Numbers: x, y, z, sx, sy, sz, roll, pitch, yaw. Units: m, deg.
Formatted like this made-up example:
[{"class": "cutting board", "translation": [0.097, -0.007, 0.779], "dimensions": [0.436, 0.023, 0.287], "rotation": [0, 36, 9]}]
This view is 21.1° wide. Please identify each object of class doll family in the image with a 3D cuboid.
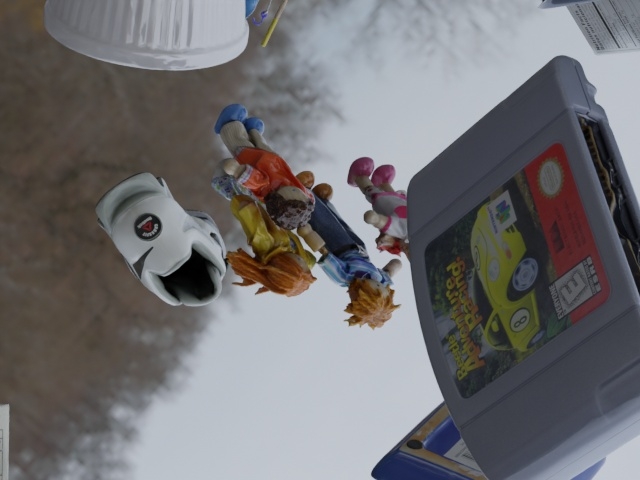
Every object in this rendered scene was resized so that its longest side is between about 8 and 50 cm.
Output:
[{"class": "doll family", "translation": [0.000, 0.000, 1.494], "dimensions": [0.118, 0.263, 0.163], "rotation": [-53, -137, 22]}]

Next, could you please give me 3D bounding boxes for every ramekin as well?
[{"class": "ramekin", "translation": [-0.221, -0.331, 2.241], "dimensions": [0.273, 0.273, 0.127], "rotation": [-59, 161, -62]}]

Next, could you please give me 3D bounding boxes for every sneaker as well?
[{"class": "sneaker", "translation": [-0.174, 0.033, 2.140], "dimensions": [0.122, 0.146, 0.330], "rotation": [-38, 163, 3]}]

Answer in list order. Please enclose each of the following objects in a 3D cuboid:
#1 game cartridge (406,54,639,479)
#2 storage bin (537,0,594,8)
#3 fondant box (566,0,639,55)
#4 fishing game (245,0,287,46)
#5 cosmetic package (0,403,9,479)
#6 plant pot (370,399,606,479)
[{"class": "game cartridge", "translation": [0.155, 0.030, 1.269], "dimensions": [0.196, 0.060, 0.294], "rotation": [-44, -135, 37]}, {"class": "storage bin", "translation": [0.233, -0.268, 1.565], "dimensions": [0.098, 0.091, 0.135], "rotation": [-10, 179, -1]}, {"class": "fondant box", "translation": [0.434, -0.304, 1.790], "dimensions": [0.238, 0.096, 0.330], "rotation": [-40, -162, -17]}, {"class": "fishing game", "translation": [-0.169, -0.385, 2.447], "dimensions": [0.189, 0.264, 0.041], "rotation": [-59, -175, 4]}, {"class": "cosmetic package", "translation": [-0.429, 0.322, 1.844], "dimensions": [0.129, 0.296, 0.153], "rotation": [-4, 172, 34]}, {"class": "plant pot", "translation": [0.181, 0.312, 1.939], "dimensions": [0.236, 0.236, 0.212], "rotation": [-34, 138, -51]}]
